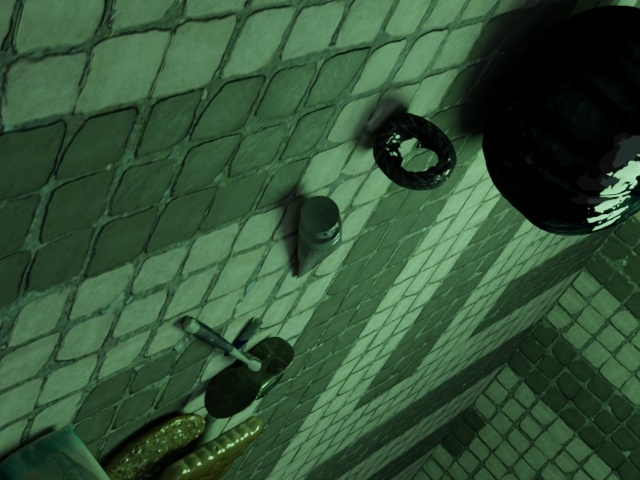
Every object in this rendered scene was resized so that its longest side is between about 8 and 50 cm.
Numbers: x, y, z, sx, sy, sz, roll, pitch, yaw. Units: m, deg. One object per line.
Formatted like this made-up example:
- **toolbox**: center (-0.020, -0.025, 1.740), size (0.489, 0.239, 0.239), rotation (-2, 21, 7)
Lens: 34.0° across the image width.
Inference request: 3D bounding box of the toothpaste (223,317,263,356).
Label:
- **toothpaste**: center (-0.115, 0.148, 1.580), size (0.083, 0.015, 0.024), rotation (-48, 153, 26)

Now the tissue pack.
- **tissue pack**: center (-0.296, 0.394, 1.340), size (0.124, 0.271, 0.201), rotation (-31, 156, -27)

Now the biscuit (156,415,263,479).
- **biscuit**: center (-0.231, 0.421, 1.799), size (0.217, 0.044, 0.325), rotation (-23, 160, -43)

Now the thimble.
- **thimble**: center (0.125, -0.113, 1.381), size (0.095, 0.104, 0.066), rotation (-43, 168, 8)

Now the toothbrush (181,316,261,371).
- **toothbrush**: center (-0.140, 0.149, 1.506), size (0.024, 0.026, 0.288), rotation (-48, 156, -2)

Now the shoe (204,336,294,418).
- **shoe**: center (-0.113, 0.231, 1.676), size (0.169, 0.071, 0.099), rotation (-40, 163, -21)

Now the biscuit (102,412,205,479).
- **biscuit**: center (-0.272, 0.346, 1.646), size (0.220, 0.033, 0.219), rotation (-36, 158, -17)

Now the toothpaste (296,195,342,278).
- **toothpaste**: center (0.000, 0.000, 1.457), size (0.089, 0.057, 0.234), rotation (-38, 166, -11)

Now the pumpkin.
- **pumpkin**: center (0.418, -0.181, 1.590), size (0.363, 0.266, 0.363), rotation (-34, 156, -17)
